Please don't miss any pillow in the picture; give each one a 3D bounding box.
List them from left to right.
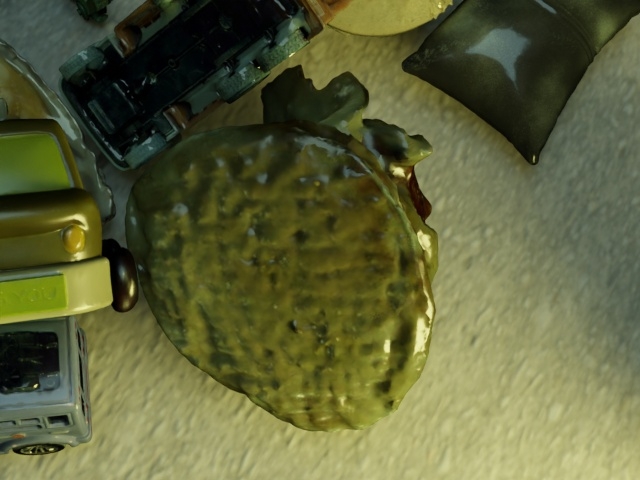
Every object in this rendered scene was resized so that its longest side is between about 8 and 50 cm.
[{"bbox_3d":[0.226,-0.226,1.441,0.186,0.106,0.250,35,71,2],"label":"pillow"}]

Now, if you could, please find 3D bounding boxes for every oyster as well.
[{"bbox_3d":[-0.338,-0.085,1.337,0.275,0.100,0.271,22,66,-17],"label":"oyster"}]

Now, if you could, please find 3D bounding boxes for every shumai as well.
[{"bbox_3d":[0.000,0.000,1.299,0.292,0.288,0.330,-23,101,14],"label":"shumai"}]

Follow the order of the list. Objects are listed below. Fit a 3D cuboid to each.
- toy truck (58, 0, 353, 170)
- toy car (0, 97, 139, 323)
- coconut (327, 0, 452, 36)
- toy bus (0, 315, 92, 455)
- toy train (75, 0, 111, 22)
[{"bbox_3d":[-0.110,-0.201,1.302,0.136,0.305,0.162,55,36,-6],"label":"toy truck"},{"bbox_3d":[-0.277,-0.028,1.168,0.204,0.248,0.198,-7,96,-16],"label":"toy car"},{"bbox_3d":[0.053,-0.338,1.411,0.245,0.247,0.245,0,97,0],"label":"coconut"},{"bbox_3d":[-0.366,0.139,1.222,0.292,0.133,0.125,-5,69,-7],"label":"toy bus"},{"bbox_3d":[-0.281,-0.306,1.447,0.038,0.071,0.148,-35,75,-17],"label":"toy train"}]
